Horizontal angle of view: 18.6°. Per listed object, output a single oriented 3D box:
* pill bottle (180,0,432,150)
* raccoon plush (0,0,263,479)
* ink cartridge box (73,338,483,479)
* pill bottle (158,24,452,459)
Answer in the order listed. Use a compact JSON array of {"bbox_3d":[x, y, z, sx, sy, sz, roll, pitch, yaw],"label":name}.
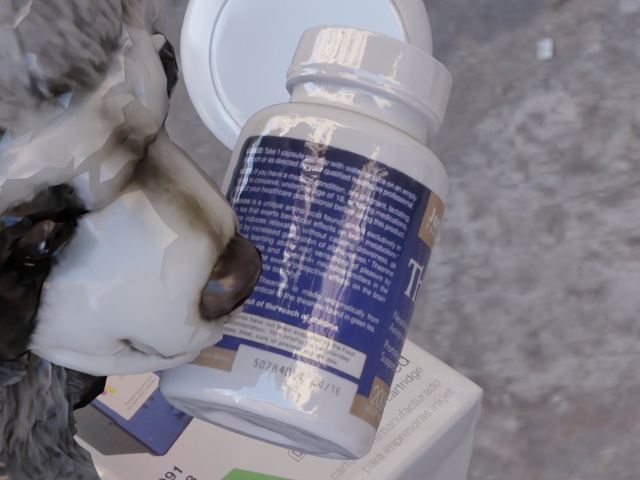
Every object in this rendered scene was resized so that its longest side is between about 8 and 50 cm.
[{"bbox_3d":[-0.012,-0.140,1.407,0.176,0.318,0.176,0,98,-3],"label":"pill bottle"},{"bbox_3d":[-0.234,-0.007,0.561,0.446,0.216,0.299,3,133,3],"label":"raccoon plush"},{"bbox_3d":[-0.064,0.076,0.812,0.212,0.154,0.093,33,141,26],"label":"ink cartridge box"},{"bbox_3d":[0.000,0.000,0.585,0.067,0.067,0.120,7,73,39],"label":"pill bottle"}]
